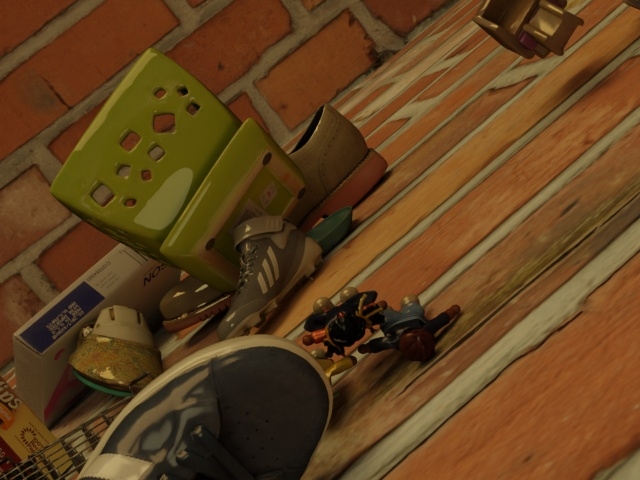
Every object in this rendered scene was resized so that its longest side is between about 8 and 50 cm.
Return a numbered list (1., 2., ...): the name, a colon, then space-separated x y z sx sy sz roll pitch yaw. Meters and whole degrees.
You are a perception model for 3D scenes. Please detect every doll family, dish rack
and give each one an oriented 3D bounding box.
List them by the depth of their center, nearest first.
1. doll family: 0.014 0.085 0.848 0.193 0.076 0.111 -36 5 2
2. dish rack: -0.179 0.186 0.960 0.271 0.074 0.208 -30 5 -19

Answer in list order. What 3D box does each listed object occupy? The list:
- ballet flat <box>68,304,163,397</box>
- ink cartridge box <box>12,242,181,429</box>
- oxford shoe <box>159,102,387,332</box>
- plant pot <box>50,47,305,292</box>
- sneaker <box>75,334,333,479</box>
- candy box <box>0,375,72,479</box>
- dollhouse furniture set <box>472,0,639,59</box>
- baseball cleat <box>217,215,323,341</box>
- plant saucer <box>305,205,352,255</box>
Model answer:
1. ballet flat: -0.271 0.142 1.457 0.123 0.123 0.348 -41 7 -15
2. ink cartridge box: -0.348 0.151 1.751 0.324 0.071 0.330 -46 -17 -35
3. oxford shoe: -0.092 -0.032 1.549 0.397 0.146 0.140 -43 13 -16
4. plant pot: -0.161 -0.070 1.394 0.227 0.207 0.228 -57 -23 -5
5. sneaker: -0.119 0.206 0.669 0.350 0.131 0.148 -45 17 -3
6. candy box: -0.469 0.274 1.435 0.316 0.183 0.087 -28 13 48
7. dollhouse furniture set: 0.378 -0.264 1.141 0.286 0.198 0.303 -58 39 10
8. baseball cleat: -0.080 0.041 1.287 0.072 0.109 0.206 -48 -4 39
9. plant saucer: 0.000 0.000 1.440 0.119 0.021 0.119 -38 10 8
